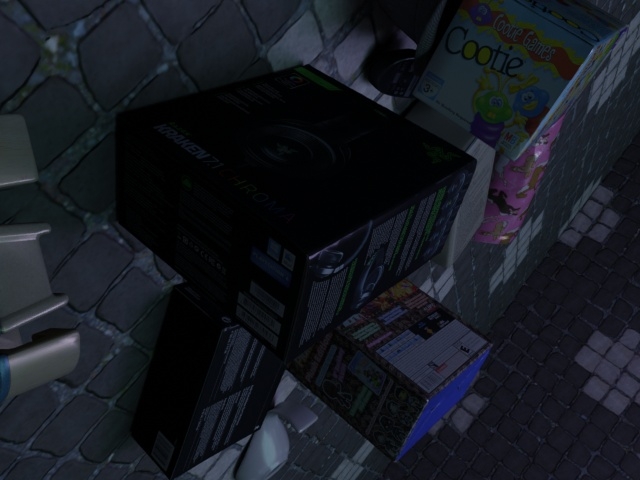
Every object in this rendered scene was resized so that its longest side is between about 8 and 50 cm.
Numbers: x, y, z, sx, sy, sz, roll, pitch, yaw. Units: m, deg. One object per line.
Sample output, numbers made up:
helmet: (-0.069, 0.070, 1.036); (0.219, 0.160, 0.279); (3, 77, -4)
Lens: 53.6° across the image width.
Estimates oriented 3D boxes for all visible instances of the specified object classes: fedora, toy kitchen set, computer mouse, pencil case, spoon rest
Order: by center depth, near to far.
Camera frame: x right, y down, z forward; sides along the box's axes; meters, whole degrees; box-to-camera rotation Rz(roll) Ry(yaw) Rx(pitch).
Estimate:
toy kitchen set: (-0.298, 0.025, 0.483); (0.122, 0.166, 0.207); (-19, 100, -51)
fedora: (0.143, -0.321, 0.735); (0.243, 0.124, 0.275); (-56, 166, 9)
computer mouse: (0.169, -0.234, 0.902); (0.242, 0.041, 0.071); (0, 137, -32)
pencil case: (0.358, -0.176, 1.224); (0.160, 0.167, 0.386); (-53, 160, -46)
spoon rest: (-0.096, 0.403, 1.273); (0.137, 0.084, 0.276); (-25, 154, -44)

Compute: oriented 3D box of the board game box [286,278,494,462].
board game box: (0.093, 0.173, 1.048); (0.232, 0.291, 0.141); (-21, 139, -48)

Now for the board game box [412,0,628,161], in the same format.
board game box: (0.249, -0.221, 0.764); (0.275, 0.144, 0.142); (-34, 157, -53)

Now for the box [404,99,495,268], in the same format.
box: (0.216, -0.106, 1.104); (0.148, 0.121, 0.311); (-49, 153, -26)

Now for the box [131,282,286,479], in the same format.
box: (-0.137, 0.176, 0.884); (0.184, 0.103, 0.261); (-11, 130, -51)

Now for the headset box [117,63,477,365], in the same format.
headset box: (-0.016, -0.053, 0.649); (0.283, 0.246, 0.131); (-28, 144, -42)
